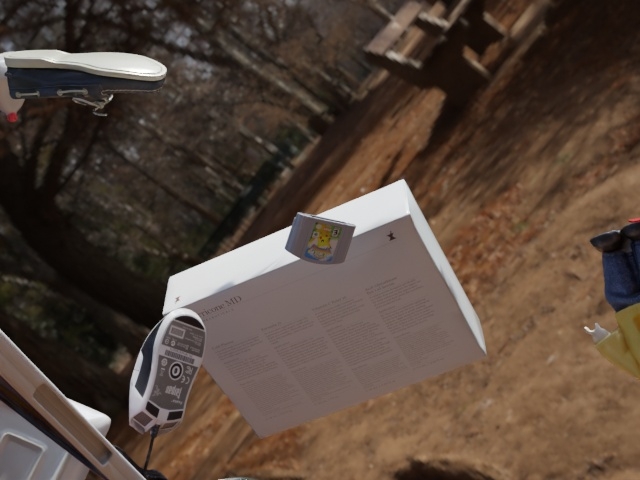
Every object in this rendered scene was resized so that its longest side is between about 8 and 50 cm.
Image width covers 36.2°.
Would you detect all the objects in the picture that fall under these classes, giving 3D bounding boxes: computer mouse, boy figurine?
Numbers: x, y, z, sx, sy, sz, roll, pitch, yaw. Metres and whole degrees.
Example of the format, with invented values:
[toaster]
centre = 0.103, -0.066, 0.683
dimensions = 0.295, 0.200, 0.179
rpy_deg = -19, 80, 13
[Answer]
[computer mouse]
centre = -0.169, 0.162, 1.003
dimensions = 0.042, 0.106, 0.193
rpy_deg = 4, 72, 42
[boy figurine]
centre = 0.448, 0.121, 1.329
dimensions = 0.177, 0.285, 0.092
rpy_deg = -19, -15, 30

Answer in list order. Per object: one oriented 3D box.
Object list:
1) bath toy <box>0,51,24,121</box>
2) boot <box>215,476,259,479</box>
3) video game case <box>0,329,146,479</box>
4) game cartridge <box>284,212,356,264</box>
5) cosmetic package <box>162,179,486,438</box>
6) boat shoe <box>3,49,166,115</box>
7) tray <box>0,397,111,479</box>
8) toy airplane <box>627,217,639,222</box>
[bath toy]
centre = -0.708, -0.264, 1.807
dimensions = 0.151, 0.348, 0.129
rpy_deg = -123, 25, -63
[boot]
centre = -0.250, 0.461, 1.613
dimensions = 0.347, 0.131, 0.260
rpy_deg = -10, -2, -17
[video game case]
centre = -0.273, 0.110, 0.832
dimensions = 0.025, 0.204, 0.285
rpy_deg = -51, -32, -21
[game cartridge]
centre = 0.000, 0.000, 1.161
dimensions = 0.017, 0.083, 0.056
rpy_deg = 40, 114, 53
[cosmetic package]
centre = 0.010, 0.110, 1.409
dimensions = 0.377, 0.284, 0.097
rpy_deg = -22, 36, 15
[boat shoe]
centre = -0.353, -0.237, 1.471
dimensions = 0.095, 0.254, 0.079
rpy_deg = -74, -13, -66
[tray]
centre = -0.335, 0.277, 0.995
dimensions = 0.270, 0.145, 0.030
rpy_deg = -67, 8, -17
[toy airplane]
centre = 0.370, -0.028, 0.923
dimensions = 0.151, 0.151, 0.028
rpy_deg = -65, -24, -77
